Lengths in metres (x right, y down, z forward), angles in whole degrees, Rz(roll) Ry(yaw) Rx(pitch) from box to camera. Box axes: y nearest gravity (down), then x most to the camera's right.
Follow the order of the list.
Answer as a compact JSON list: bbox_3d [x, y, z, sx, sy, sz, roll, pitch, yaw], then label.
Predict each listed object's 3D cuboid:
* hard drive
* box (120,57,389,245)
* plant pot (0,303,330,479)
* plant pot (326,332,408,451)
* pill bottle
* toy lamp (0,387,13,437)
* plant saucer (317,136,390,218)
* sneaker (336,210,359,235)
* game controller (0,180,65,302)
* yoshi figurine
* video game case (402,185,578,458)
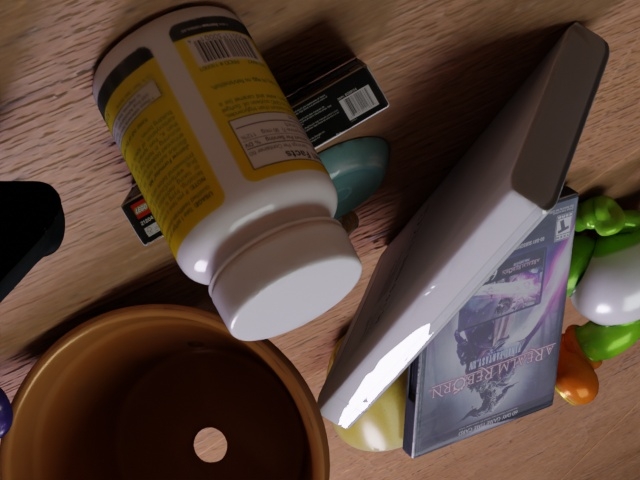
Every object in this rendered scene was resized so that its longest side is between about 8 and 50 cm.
[{"bbox_3d":[0.122,-0.007,1.559,0.353,0.047,0.233,-53,-172,46],"label":"hard drive"},{"bbox_3d":[-0.050,-0.069,1.328,0.207,0.036,0.114,-30,-171,2],"label":"box"},{"bbox_3d":[-0.124,0.198,1.620,0.291,0.291,0.203,-32,176,8],"label":"plant pot"},{"bbox_3d":[0.060,0.148,1.924,0.134,0.134,0.095,-28,135,-3],"label":"plant pot"},{"bbox_3d":[-0.062,-0.045,1.198,0.119,0.208,0.119,-24,158,-10],"label":"pill bottle"},{"bbox_3d":[-0.339,0.209,1.424,0.080,0.080,0.275,-42,-173,31],"label":"toy lamp"},{"bbox_3d":[0.013,-0.047,1.545,0.119,0.021,0.119,-25,159,-10],"label":"plant saucer"},{"bbox_3d":[0.000,0.000,1.621,0.083,0.032,0.037,-27,169,11],"label":"sneaker"},{"bbox_3d":[-0.296,0.074,1.140,0.166,0.067,0.319,-9,-144,55],"label":"game controller"},{"bbox_3d":[0.375,0.028,1.940,0.362,0.203,0.203,-39,150,16],"label":"yoshi figurine"},{"bbox_3d":[0.179,0.088,1.868,0.196,0.026,0.274,-17,125,-29],"label":"video game case"}]
